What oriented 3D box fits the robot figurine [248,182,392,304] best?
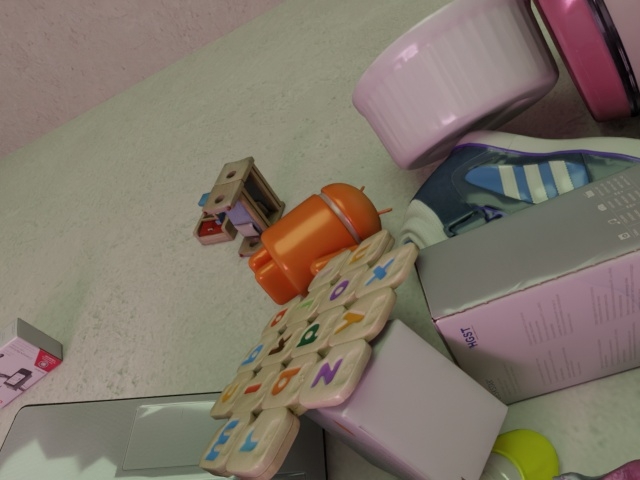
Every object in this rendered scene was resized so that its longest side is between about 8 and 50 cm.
[{"bbox_3d":[0.001,0.001,0.698,0.219,0.128,0.158,-38,-5,-3],"label":"robot figurine"}]

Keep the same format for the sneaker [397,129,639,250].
[{"bbox_3d":[0.241,0.001,0.540,0.322,0.130,0.236,23,74,43],"label":"sneaker"}]

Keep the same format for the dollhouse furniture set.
[{"bbox_3d":[-0.189,-0.050,0.884,0.183,0.129,0.129,-9,45,27],"label":"dollhouse furniture set"}]

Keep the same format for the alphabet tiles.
[{"bbox_3d":[-0.015,0.106,0.480,0.278,0.021,0.284,-33,19,50],"label":"alphabet tiles"}]

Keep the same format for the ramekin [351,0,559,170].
[{"bbox_3d":[0.197,-0.218,0.679,0.277,0.135,0.277,-27,-5,-3],"label":"ramekin"}]

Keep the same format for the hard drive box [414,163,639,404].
[{"bbox_3d":[0.229,0.053,0.436,0.232,0.181,0.089,-22,40,14],"label":"hard drive box"}]

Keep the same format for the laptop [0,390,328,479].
[{"bbox_3d":[-0.177,0.254,0.373,0.381,0.237,0.408,-3,42,-2],"label":"laptop"}]

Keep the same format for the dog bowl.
[{"bbox_3d":[0.356,-0.335,0.596,0.150,0.408,0.408,-26,38,32],"label":"dog bowl"}]

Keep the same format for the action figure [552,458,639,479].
[{"bbox_3d":[0.242,0.299,0.212,0.275,0.248,0.371,4,46,4],"label":"action figure"}]

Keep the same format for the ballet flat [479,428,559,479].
[{"bbox_3d":[0.120,0.248,0.396,0.231,0.077,0.077,-43,41,-10],"label":"ballet flat"}]

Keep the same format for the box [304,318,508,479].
[{"bbox_3d":[0.059,0.153,0.441,0.091,0.130,0.170,-54,9,-23],"label":"box"}]

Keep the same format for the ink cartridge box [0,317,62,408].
[{"bbox_3d":[-0.603,0.239,0.901,0.150,0.109,0.063,-39,42,-5],"label":"ink cartridge box"}]
